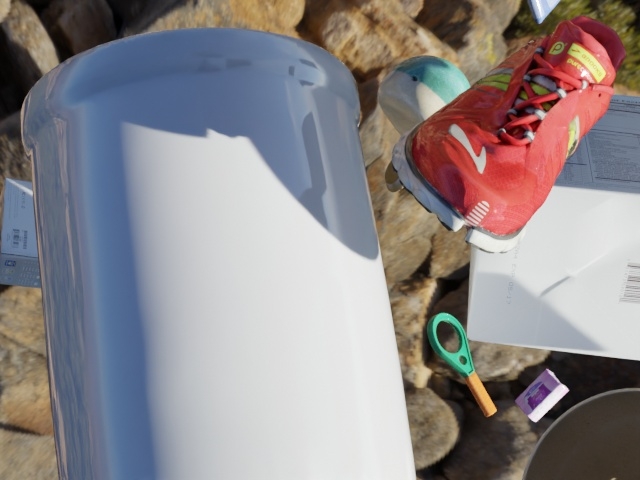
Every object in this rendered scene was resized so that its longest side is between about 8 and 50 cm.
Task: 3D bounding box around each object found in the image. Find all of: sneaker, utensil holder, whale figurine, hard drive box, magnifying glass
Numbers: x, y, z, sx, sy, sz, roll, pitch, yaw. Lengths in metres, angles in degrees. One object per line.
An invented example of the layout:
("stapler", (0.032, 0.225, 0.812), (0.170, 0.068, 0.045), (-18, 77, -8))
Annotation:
("sneaker", (0.141, -0.093, 0.599), (0.107, 0.118, 0.279), (38, 40, 5))
("utensil holder", (-0.092, 0.055, 0.801), (0.327, 0.328, 0.386), (-7, 72, -11))
("whale figurine", (0.216, -0.238, 1.631), (0.216, 0.272, 0.141), (37, 81, 31))
("hard drive box", (-0.458, -0.004, 1.563), (0.232, 0.089, 0.181), (10, 46, -25))
("magnifying glass", (0.293, 0.255, 1.790), (0.092, 0.026, 0.231), (-28, 85, -43))

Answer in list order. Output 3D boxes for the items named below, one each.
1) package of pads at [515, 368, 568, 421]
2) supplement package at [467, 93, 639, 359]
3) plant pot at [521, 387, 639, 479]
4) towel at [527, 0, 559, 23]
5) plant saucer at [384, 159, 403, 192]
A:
("package of pads", (0.381, 0.268, 1.501), (0.083, 0.050, 0.032), (-47, 121, 7))
("supplement package", (0.276, -0.032, 0.985), (0.197, 0.263, 0.199), (6, 122, 8))
("plant pot", (0.423, 0.355, 1.106), (0.191, 0.284, 0.284), (40, 76, -41))
("towel", (0.307, -0.472, 1.184), (0.209, 0.034, 0.285), (-50, 131, -32))
("plant saucer", (0.147, -0.133, 1.663), (0.015, 0.083, 0.084), (23, 80, -28))
